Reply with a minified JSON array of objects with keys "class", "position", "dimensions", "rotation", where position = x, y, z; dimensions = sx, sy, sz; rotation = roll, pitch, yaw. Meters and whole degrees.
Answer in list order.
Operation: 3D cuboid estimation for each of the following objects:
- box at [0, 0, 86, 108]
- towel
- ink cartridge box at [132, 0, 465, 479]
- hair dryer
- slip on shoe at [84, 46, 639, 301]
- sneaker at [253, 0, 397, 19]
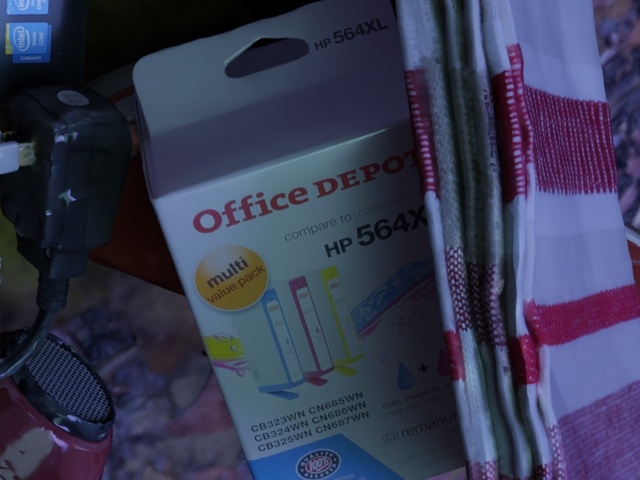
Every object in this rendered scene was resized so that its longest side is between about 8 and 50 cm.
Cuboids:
[{"class":"box","position":[-0.188,-0.190,0.505],"dimensions":[0.242,0.076,0.308],"rotation":[-4,113,-25]},{"class":"towel","position":[0.071,-0.050,0.557],"dimensions":[0.037,0.237,0.329],"rotation":[-9,88,17]},{"class":"ink cartridge box","position":[0.000,0.000,0.561],"dimensions":[0.092,0.090,0.143],"rotation":[-19,118,0]},{"class":"hair dryer","position":[-0.181,0.062,0.601],"dimensions":[0.223,0.080,0.294],"rotation":[-3,127,-15]},{"class":"slip on shoe","position":[0.037,0.019,0.678],"dimensions":[0.331,0.101,0.123],"rotation":[23,129,-34]},{"class":"sneaker","position":[-0.022,-0.128,0.617],"dimensions":[0.063,0.075,0.170],"rotation":[-43,123,-4]}]
